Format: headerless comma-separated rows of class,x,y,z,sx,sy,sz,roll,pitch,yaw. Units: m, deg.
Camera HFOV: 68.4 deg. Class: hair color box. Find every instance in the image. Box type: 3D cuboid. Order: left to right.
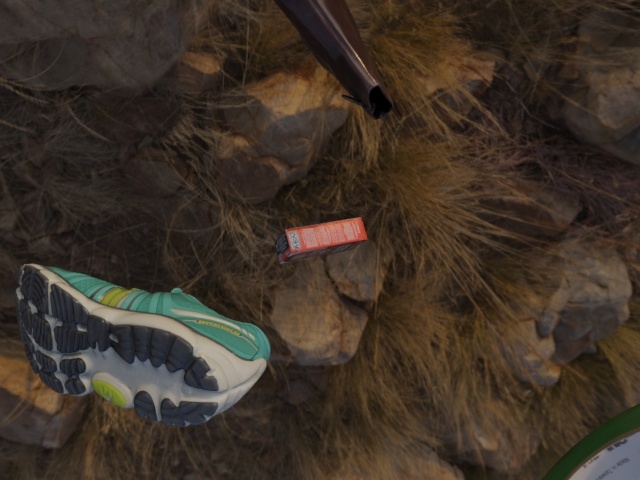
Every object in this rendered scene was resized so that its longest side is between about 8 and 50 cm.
hair color box,0.000,0.000,0.800,0.141,0.043,0.072,-10,167,-23

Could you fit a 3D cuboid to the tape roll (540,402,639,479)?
tape roll,0.282,0.266,0.396,0.077,0.321,0.321,44,112,13

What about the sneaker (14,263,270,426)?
sneaker,-0.174,0.086,0.432,0.275,0.110,0.107,15,105,22

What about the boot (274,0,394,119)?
boot,0.015,-0.274,0.594,0.090,0.207,0.248,-37,165,11
